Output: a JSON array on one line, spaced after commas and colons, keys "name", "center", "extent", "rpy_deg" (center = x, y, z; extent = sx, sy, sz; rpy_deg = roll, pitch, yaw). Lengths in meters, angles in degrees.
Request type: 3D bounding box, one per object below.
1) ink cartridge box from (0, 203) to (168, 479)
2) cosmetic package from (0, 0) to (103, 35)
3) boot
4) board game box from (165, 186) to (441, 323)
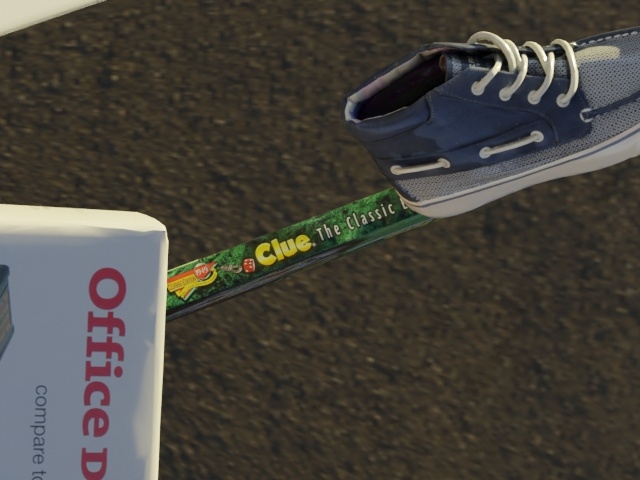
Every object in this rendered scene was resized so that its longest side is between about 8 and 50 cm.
[{"name": "ink cartridge box", "center": [-0.164, 0.062, 0.598], "extent": [0.212, 0.093, 0.154], "rpy_deg": [3, 93, -15]}, {"name": "cosmetic package", "center": [-0.115, -0.144, 0.614], "extent": [0.231, 0.085, 0.117], "rpy_deg": [-27, 124, -45]}, {"name": "boot", "center": [0.108, -0.076, 0.875], "extent": [0.190, 0.069, 0.086], "rpy_deg": [-26, 137, 20]}, {"name": "board game box", "center": [0.000, 0.000, 1.160], "extent": [0.259, 0.136, 0.030], "rpy_deg": [-21, 84, -17]}]
